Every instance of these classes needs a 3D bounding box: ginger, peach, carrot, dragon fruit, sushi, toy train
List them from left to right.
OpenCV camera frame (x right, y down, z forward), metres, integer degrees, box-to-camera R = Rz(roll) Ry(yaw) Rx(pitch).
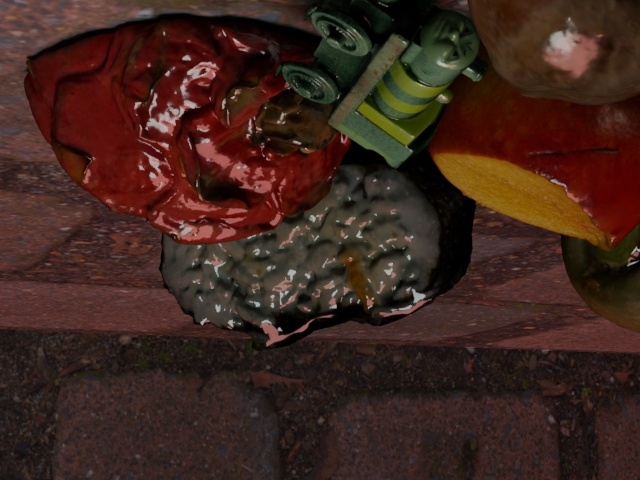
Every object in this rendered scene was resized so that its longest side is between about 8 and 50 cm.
[{"bbox_3d":[-0.084,-0.086,0.998,0.317,0.152,0.205,5,165,-26],"label":"dragon fruit"},{"bbox_3d":[0.000,0.000,1.263,0.350,0.210,0.171,-10,-177,21],"label":"sushi"},{"bbox_3d":[0.049,-0.135,0.838,0.132,0.083,0.200,33,165,-5],"label":"toy train"},{"bbox_3d":[0.184,-0.079,0.951,0.190,0.192,0.190,-5,156,-2],"label":"peach"},{"bbox_3d":[0.208,-0.165,0.711,0.304,0.155,0.245,-2,177,43],"label":"ginger"},{"bbox_3d":[0.426,0.002,1.284,0.341,0.224,0.224,5,167,-40],"label":"carrot"}]
